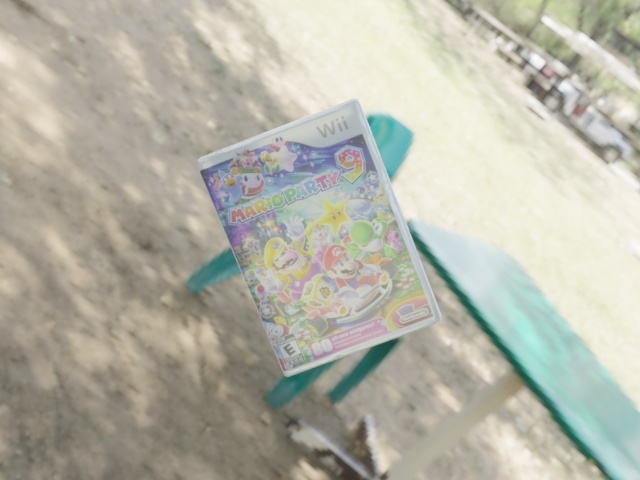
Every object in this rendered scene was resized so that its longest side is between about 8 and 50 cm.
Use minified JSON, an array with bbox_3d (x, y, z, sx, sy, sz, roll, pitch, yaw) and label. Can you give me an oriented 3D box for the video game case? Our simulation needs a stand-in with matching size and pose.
[{"bbox_3d":[0.000,0.000,0.632,0.011,0.087,0.122,-82,151,-76],"label":"video game case"}]
